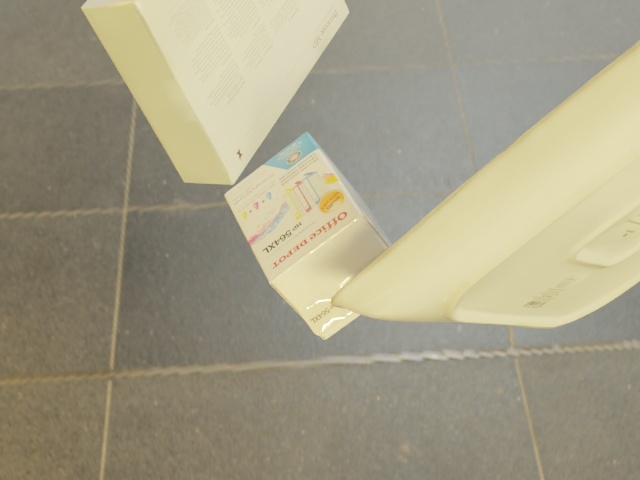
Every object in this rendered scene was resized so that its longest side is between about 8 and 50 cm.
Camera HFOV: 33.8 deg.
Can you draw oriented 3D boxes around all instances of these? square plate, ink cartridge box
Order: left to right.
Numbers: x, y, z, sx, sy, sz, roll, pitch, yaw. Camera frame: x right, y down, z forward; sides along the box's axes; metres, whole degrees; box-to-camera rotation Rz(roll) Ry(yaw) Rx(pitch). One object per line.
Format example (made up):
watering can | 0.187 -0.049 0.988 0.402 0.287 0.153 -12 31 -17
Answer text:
ink cartridge box | 0.000 0.000 0.854 0.092 0.090 0.143 -37 42 5
square plate | 0.226 -0.029 0.774 0.347 0.344 0.049 9 45 -54

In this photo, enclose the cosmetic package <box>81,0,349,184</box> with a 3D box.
cosmetic package | -0.118 -0.303 1.388 0.097 0.284 0.377 3 47 34
